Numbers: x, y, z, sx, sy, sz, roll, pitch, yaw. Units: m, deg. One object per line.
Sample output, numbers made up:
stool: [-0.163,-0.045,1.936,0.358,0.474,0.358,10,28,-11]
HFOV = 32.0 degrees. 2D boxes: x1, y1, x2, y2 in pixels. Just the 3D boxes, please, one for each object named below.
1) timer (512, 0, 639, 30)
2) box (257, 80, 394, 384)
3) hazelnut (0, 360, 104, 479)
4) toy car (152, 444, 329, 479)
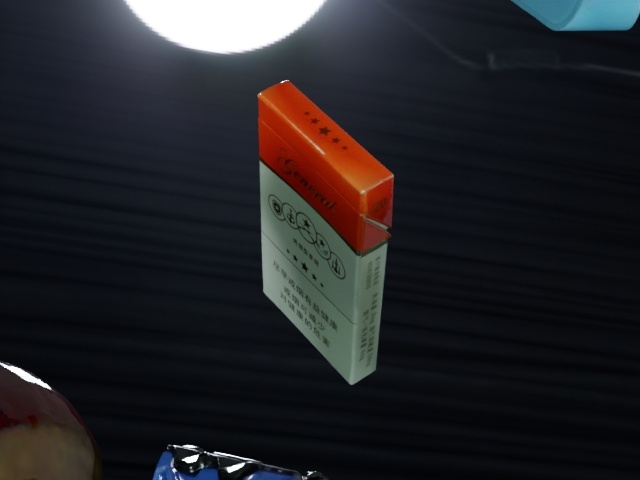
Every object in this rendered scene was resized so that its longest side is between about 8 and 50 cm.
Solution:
timer: [0.129,-0.228,0.514,0.250,0.091,0.231,-101,14,-65]
box: [0.000,0.000,0.920,0.139,0.035,0.245,44,150,33]
hazelnut: [-0.439,0.341,1.258,0.402,0.402,0.429,106,-174,-53]
toy car: [-0.019,0.184,0.627,0.216,0.103,0.063,58,-133,-42]
